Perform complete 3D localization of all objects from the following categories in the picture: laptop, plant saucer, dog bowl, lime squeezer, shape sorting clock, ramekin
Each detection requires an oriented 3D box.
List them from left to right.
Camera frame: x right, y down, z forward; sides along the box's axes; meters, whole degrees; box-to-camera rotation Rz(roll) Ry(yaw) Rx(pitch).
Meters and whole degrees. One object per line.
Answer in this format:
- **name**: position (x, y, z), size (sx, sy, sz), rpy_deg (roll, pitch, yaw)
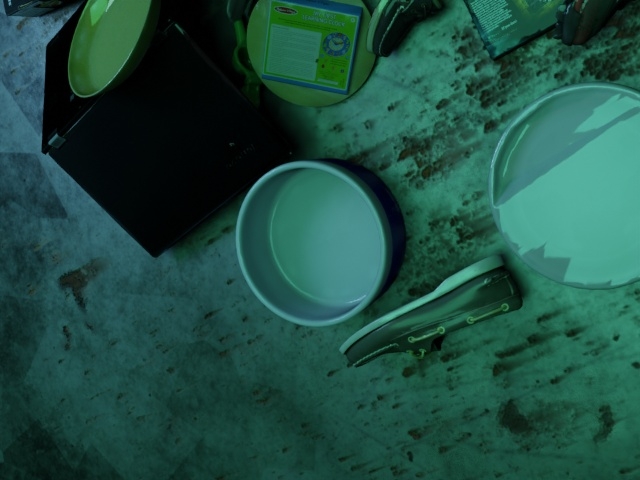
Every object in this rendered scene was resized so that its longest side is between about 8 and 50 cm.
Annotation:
- **plant saucer**: position (-0.316, -0.330, 1.259), size (0.240, 0.037, 0.241), rpy_deg (-20, 61, 41)
- **laptop**: position (-0.284, -0.256, 1.401), size (0.382, 0.236, 0.408), rpy_deg (-33, 52, 33)
- **lime squeezer**: position (-0.139, -0.276, 1.360), size (0.110, 0.058, 0.311), rpy_deg (28, 115, 53)
- **shape sorting clock**: position (-0.014, -0.310, 1.265), size (0.206, 0.040, 0.206), rpy_deg (5, 122, 8)
- **dog bowl**: position (0.000, 0.000, 1.306), size (0.264, 0.104, 0.265), rpy_deg (5, 101, 24)
- **ramekin**: position (0.374, -0.079, 1.101), size (0.272, 0.127, 0.273), rpy_deg (5, 102, 25)

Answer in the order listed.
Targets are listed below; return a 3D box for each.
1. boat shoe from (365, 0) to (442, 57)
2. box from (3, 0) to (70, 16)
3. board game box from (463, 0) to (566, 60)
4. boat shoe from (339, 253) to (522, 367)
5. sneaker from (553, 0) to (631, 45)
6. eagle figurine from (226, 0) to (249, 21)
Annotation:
- **boat shoe**: position (0.147, -0.362, 1.183), size (0.073, 0.080, 0.224), rpy_deg (38, 109, 20)
- **box**: position (-0.480, -0.567, 1.404), size (0.293, 0.073, 0.296), rpy_deg (-4, 98, 42)
- **board game box**: position (0.301, -0.355, 1.141), size (0.186, 0.026, 0.126), rpy_deg (-25, 88, 27)
- **boat shoe**: position (0.165, 0.130, 1.250), size (0.305, 0.109, 0.091), rpy_deg (-33, 80, 23)
- **sneaker**: position (0.411, -0.358, 1.029), size (0.135, 0.097, 0.276), rpy_deg (34, 97, 10)
- **eagle figurine**: position (-0.089, -0.468, 1.191), size (0.298, 0.225, 0.227), rpy_deg (-1, 87, 32)
